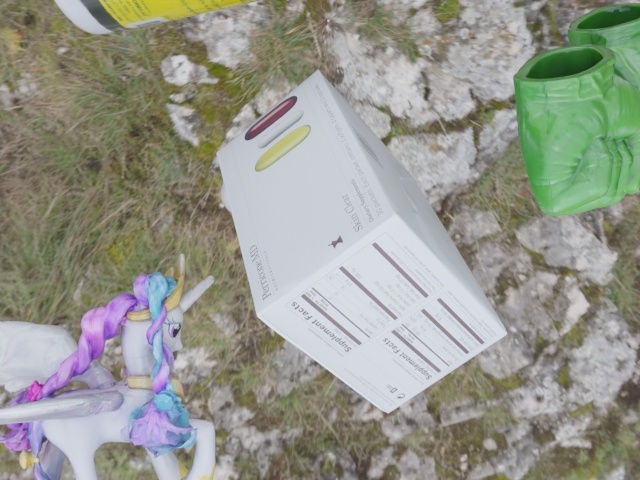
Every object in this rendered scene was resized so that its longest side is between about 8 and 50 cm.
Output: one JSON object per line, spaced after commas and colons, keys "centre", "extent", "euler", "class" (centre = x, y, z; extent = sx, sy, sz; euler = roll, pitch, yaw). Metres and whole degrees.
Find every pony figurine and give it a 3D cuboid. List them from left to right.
{"centre": [-0.288, 0.209, 0.928], "extent": [0.351, 0.303, 0.363], "euler": [-8, 107, -24], "class": "pony figurine"}

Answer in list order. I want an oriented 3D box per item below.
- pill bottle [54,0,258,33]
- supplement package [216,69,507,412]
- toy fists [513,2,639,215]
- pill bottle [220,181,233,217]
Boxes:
{"centre": [-0.078, -0.308, 0.679], "extent": [0.334, 0.188, 0.187], "euler": [-10, 106, 9], "class": "pill bottle"}
{"centre": [0.030, -0.004, 0.757], "extent": [0.145, 0.261, 0.204], "euler": [-38, 128, 13], "class": "supplement package"}
{"centre": [0.266, -0.121, 0.713], "extent": [0.096, 0.279, 0.142], "euler": [6, 121, 34], "class": "toy fists"}
{"centre": [0.000, 0.000, 1.180], "extent": [0.182, 0.181, 0.322], "euler": [-29, 116, 8], "class": "pill bottle"}
